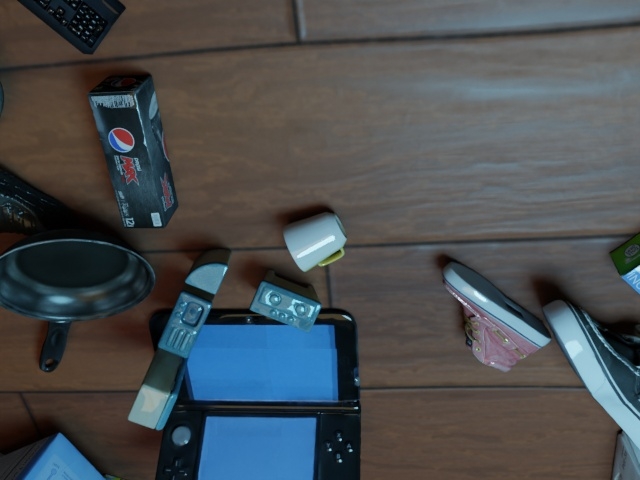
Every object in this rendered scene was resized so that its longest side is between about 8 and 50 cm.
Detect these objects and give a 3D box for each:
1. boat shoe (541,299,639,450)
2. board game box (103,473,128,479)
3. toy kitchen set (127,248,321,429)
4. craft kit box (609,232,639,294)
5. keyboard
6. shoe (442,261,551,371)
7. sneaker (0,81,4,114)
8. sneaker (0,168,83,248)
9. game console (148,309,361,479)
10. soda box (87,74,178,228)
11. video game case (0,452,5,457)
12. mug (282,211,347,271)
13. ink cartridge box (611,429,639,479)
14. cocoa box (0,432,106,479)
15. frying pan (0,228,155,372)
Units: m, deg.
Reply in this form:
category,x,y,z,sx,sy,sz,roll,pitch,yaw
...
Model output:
category,x,y,z,sx,sy,sz,roll,pitch,yaw
boat shoe,0.388,0.162,0.796,0.105,0.113,0.306,-36,115,17
board game box,-0.330,0.496,1.109,0.141,0.048,0.170,18,122,-4
toy kitchen set,-0.115,0.137,0.790,0.166,0.122,0.207,23,104,-9
craft kit box,0.521,0.028,0.734,0.250,0.061,0.247,39,120,-18
keyboard,-0.292,-0.280,0.634,0.192,0.038,0.100,38,117,-18
shoe,0.204,0.102,0.803,0.178,0.063,0.081,34,114,-19
sneaker,-0.558,-0.066,0.662,0.448,0.257,0.169,-21,117,17
sneaker,-0.386,-0.032,0.790,0.170,0.051,0.089,39,127,-22
game console,-0.094,0.244,0.865,0.293,0.250,0.173,-1,148,7
soda box,-0.209,-0.099,0.723,0.053,0.060,0.168,1,122,7
video game case,-0.632,0.416,1.103,0.227,0.026,0.206,-37,111,23
mug,-0.002,-0.003,0.772,0.064,0.078,0.062,-27,83,10
ink cartridge box,0.582,0.374,0.902,0.283,0.117,0.207,-5,121,8
cocoa box,-0.417,0.516,0.968,0.228,0.231,0.347,-26,109,25
frying pan,-0.314,0.080,0.845,0.198,0.053,0.326,-7,148,-10
